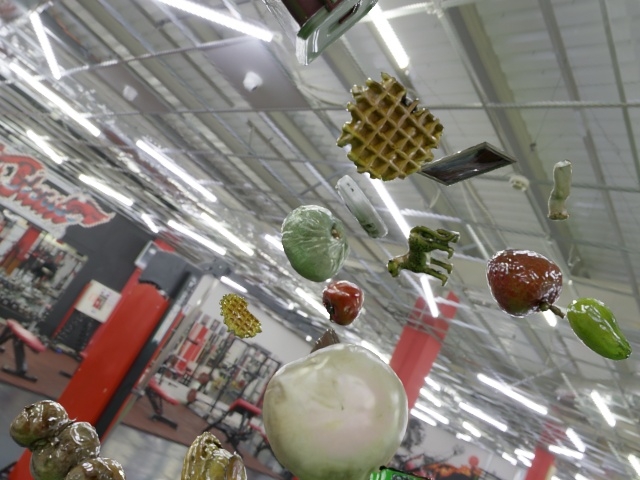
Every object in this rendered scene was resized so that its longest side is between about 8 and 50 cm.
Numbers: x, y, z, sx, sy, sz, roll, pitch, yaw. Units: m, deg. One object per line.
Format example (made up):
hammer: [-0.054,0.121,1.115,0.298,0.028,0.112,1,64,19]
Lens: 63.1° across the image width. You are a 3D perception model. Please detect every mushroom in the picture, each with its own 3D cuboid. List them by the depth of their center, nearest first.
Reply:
mushroom: [0.026,0.420,1.318,0.325,0.353,0.353,38,-18,-14]
mushroom: [0.730,-0.148,1.579,0.059,0.054,0.202,-6,-59,1]

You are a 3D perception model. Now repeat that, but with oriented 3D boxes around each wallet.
wallet: [0.019,0.356,1.629,0.039,0.118,0.152,3,-42,-29]

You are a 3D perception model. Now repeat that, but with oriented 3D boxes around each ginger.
ginger: [-0.615,0.575,1.311,0.375,0.176,0.256,41,-30,16]

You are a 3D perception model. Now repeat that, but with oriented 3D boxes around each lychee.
lychee: [0.707,0.159,1.795,0.255,0.255,0.300,59,6,-60]

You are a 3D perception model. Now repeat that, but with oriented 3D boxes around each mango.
mango: [0.604,0.191,1.135,0.074,0.091,0.165,4,34,-23]

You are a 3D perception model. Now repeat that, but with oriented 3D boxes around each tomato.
tomato: [0.093,0.239,2.002,0.187,0.151,0.187,165,-90,-69]

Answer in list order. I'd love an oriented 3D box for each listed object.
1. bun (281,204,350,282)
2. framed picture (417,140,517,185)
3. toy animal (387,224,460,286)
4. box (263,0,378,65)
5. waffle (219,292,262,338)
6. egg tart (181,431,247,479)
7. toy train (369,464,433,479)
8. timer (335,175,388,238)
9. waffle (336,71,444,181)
bun: [0.000,0.000,1.233,0.118,0.195,0.195,-27,-49,28]
framed picture: [0.439,-0.227,1.579,0.184,0.016,0.250,13,-22,-43]
toy animal: [0.211,0.020,1.085,0.136,0.073,0.181,17,-33,17]
box: [-0.008,-0.435,0.872,0.167,0.193,0.294,52,4,-9]
waffle: [-0.137,0.127,0.878,0.078,0.016,0.085,1,55,-55]
egg tart: [-0.215,0.520,1.084,0.106,0.241,0.241,-11,-23,3]
toy train: [0.187,0.560,1.035,0.243,0.132,0.188,10,-51,13]
timer: [0.161,-0.127,2.064,0.262,0.087,0.237,48,9,-51]
waffle: [0.186,-0.282,1.319,0.065,0.310,0.283,36,-44,58]
